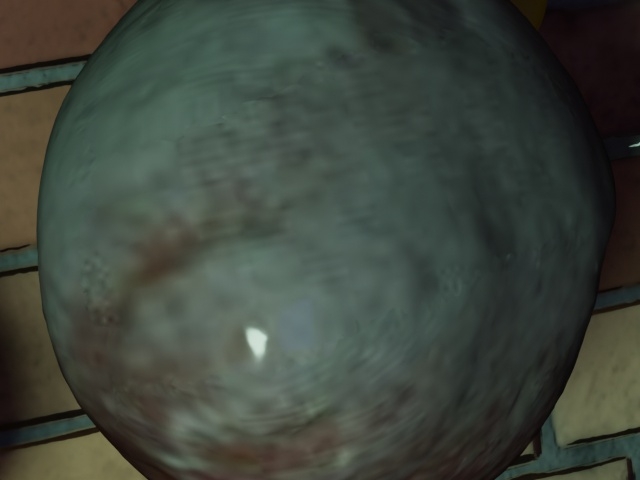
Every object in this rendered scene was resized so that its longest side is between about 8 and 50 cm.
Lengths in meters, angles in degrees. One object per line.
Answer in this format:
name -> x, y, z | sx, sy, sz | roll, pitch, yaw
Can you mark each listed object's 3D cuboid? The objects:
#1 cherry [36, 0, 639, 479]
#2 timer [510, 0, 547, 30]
cherry -> 0.000, -0.013, 0.908 | 0.335, 0.291, 0.326 | 31, 65, -63
timer -> 0.087, -0.149, 1.039 | 0.107, 0.109, 0.107 | -3, 98, -22
